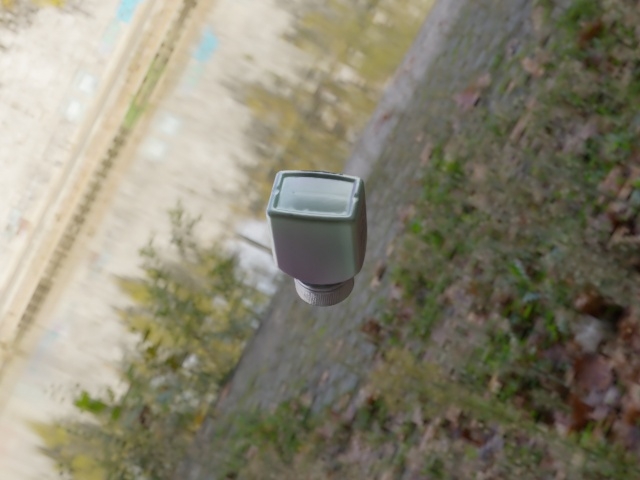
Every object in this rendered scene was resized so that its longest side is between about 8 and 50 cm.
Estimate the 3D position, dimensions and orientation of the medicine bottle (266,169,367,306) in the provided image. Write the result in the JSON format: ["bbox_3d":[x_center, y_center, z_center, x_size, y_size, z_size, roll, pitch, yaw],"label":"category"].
[{"bbox_3d":[0.000,0.000,0.970,0.118,0.074,0.055,83,-165,-50],"label":"medicine bottle"}]
